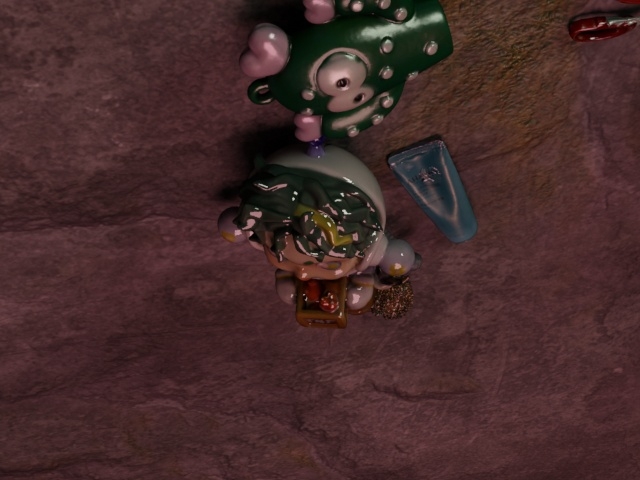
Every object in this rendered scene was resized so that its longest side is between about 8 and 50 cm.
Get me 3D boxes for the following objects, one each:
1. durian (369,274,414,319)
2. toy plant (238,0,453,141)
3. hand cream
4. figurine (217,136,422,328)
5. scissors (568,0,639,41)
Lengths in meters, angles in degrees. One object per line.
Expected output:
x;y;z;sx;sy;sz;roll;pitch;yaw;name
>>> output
0.107;0.080;2.081;0.080;0.080;0.091;19;133;-38;durian
0.027;-0.210;1.584;0.243;0.113;0.232;-35;141;21;toy plant
0.168;-0.064;1.918;0.083;0.048;0.224;-19;141;16;hand cream
-0.004;0.001;1.837;0.261;0.186;0.382;-3;154;7;figurine
0.435;-0.277;1.674;0.247;0.017;0.144;-2;161;-19;scissors
